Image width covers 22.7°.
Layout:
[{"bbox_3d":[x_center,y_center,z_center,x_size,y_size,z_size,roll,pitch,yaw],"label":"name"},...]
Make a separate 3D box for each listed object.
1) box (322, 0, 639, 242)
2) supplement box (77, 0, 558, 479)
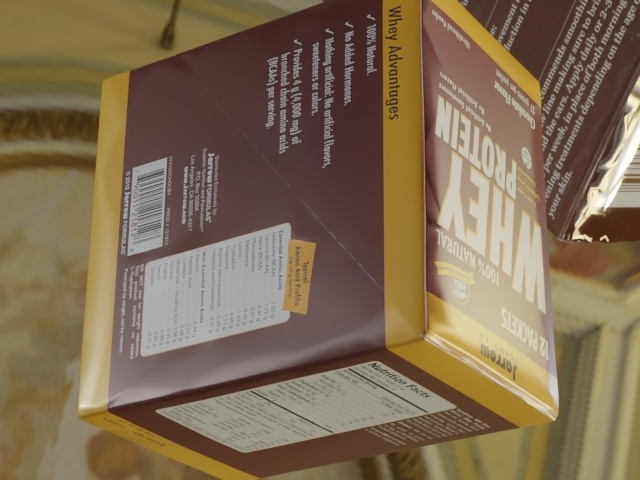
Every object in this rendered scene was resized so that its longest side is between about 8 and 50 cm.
[{"bbox_3d":[0.141,-0.180,1.100,0.143,0.191,0.381,-2,-143,-35],"label":"box"},{"bbox_3d":[0.000,0.000,0.796,0.129,0.194,0.191,34,-131,-49],"label":"supplement box"}]
